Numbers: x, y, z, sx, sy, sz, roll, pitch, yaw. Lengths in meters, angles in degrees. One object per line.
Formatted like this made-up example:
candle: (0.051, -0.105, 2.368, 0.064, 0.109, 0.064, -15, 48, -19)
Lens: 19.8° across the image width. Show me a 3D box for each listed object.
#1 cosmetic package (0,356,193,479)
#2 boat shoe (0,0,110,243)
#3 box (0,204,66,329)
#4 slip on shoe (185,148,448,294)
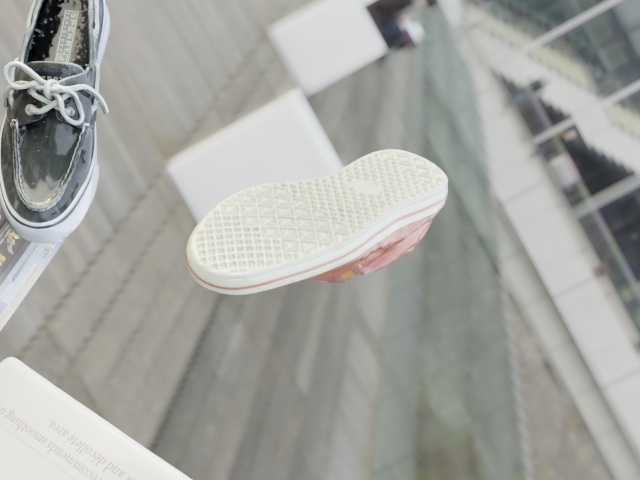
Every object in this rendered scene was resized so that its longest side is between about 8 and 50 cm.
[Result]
cosmetic package: (-0.260, 0.387, 1.616, 0.329, 0.393, 0.327, 28, -26, 42)
boat shoe: (-0.276, -0.152, 1.919, 0.105, 0.113, 0.306, 91, 9, -68)
box: (-0.442, 0.022, 2.285, 0.183, 0.231, 0.056, 38, 5, 29)
slip on shoe: (0.000, 0.000, 1.733, 0.123, 0.101, 0.331, 34, 33, 26)
